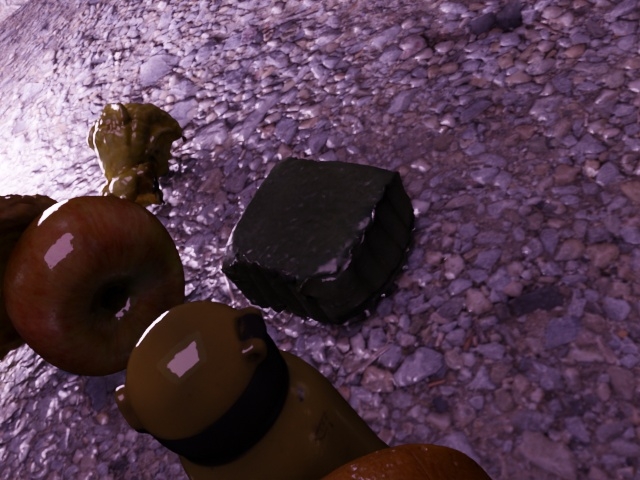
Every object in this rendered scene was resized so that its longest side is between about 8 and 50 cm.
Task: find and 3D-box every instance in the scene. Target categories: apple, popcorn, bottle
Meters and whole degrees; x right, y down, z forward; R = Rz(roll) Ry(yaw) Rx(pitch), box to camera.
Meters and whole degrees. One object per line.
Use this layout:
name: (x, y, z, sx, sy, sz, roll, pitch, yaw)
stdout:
apple: (-0.331, 0.060, 1.383, 0.264, 0.264, 0.264, -22, 41, 20)
popcorn: (-0.327, -0.144, 1.682, 0.174, 0.168, 0.195, -8, 82, 11)
bottle: (-0.054, 0.194, 0.942, 0.171, 0.351, 0.171, -23, 39, 20)

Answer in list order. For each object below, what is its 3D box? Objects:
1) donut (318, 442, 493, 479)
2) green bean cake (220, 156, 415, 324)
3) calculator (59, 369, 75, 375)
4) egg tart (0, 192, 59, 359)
donut: (0.073, 0.284, 0.862, 0.226, 0.226, 0.114, -32, 42, 8)
green bean cake: (0.000, 0.000, 1.285, 0.227, 0.125, 0.222, 6, 53, 40)
calculator: (-0.354, 0.138, 1.515, 0.057, 0.018, 0.172, 2, 54, 42)
egg tart: (-0.519, 0.051, 1.478, 0.129, 0.341, 0.341, 38, 78, 24)
